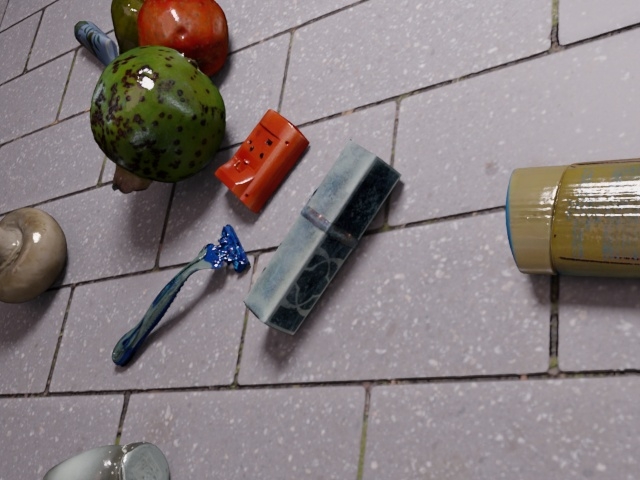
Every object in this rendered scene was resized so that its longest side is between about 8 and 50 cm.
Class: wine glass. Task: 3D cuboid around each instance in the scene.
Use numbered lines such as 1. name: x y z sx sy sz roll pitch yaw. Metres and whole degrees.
1. wine glass: -0.332 0.372 1.198 0.204 0.111 0.111 -20 56 31

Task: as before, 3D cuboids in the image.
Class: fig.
1. fig: -0.393 -0.469 1.715 0.127 0.185 0.133 -26 73 -16

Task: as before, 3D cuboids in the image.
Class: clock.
1. clock: -0.101 -0.139 1.306 0.155 0.061 0.113 -52 44 4

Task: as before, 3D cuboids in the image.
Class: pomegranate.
1. pomegranate: -0.292 -0.205 1.383 0.254 0.254 0.270 43 111 45

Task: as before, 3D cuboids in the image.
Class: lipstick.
1. lipstick: 0.000 0.000 1.131 0.289 0.077 0.076 -56 45 5

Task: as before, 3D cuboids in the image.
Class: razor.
1. razor: -0.256 0.103 1.316 0.324 0.056 0.093 -42 49 16

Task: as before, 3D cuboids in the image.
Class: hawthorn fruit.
1. hawthorn fruit: -0.254 -0.375 1.491 0.179 0.179 0.200 -34 64 23

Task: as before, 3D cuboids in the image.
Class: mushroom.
1. mushroom: -0.623 0.019 1.576 0.204 0.204 0.204 -20 56 33

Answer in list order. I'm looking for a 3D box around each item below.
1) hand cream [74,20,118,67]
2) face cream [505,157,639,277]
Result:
1. hand cream: -0.515 -0.458 1.825 0.058 0.091 0.271 -20 38 -25
2. face cream: 0.334 -0.026 0.862 0.285 0.067 0.139 0 67 40
